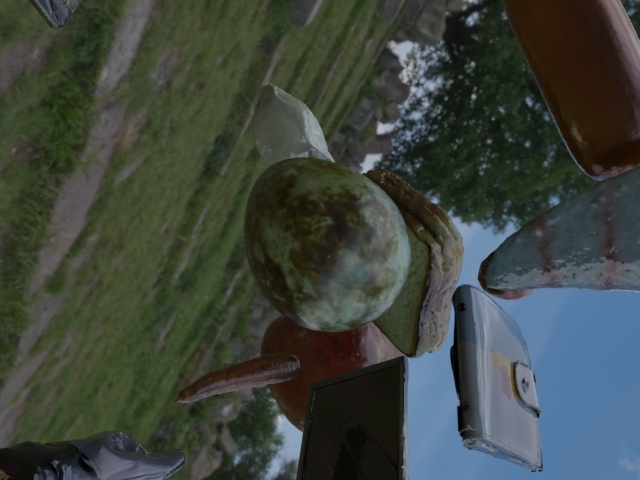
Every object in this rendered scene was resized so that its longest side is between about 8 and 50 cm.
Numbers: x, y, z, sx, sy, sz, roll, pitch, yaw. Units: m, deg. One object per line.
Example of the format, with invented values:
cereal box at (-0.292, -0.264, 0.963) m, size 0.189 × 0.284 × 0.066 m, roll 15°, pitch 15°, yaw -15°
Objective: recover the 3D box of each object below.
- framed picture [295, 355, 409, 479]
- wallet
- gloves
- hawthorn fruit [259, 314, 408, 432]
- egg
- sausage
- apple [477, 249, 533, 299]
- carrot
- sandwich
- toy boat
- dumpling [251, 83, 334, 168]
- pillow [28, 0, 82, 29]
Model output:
framed picture at (0.060, 0.370, 1.126) m, size 0.232 × 0.024 × 0.315 m, roll -22°, pitch -148°, yaw 24°
wallet at (0.239, 0.192, 0.831) m, size 0.069 × 0.170 × 0.231 m, roll -30°, pitch -140°, yaw 38°
gloves at (-0.235, 0.255, 0.619) m, size 0.142 × 0.119 × 0.285 m, roll -31°, pitch 145°, yaw -1°
hawthorn fruit at (0.055, 0.338, 1.531) m, size 0.402 × 0.403 × 0.403 m, roll -61°, pitch -172°, yaw 14°
egg at (0.000, 0.000, 0.899) m, size 0.238 × 0.289 × 0.238 m, roll -35°, pitch 156°, yaw -19°
sausage at (0.274, -0.193, 0.626) m, size 0.105 × 0.274 × 0.105 m, roll -20°, pitch 172°, yaw -3°
apple at (0.554, 0.103, 1.758) m, size 0.147 × 0.156 × 0.158 m, roll 7°, pitch -152°, yaw 46°
carrot at (-0.152, 0.258, 1.126) m, size 0.059 × 0.248 × 0.059 m, roll 170°, pitch -90°, yaw -68°
sandwich at (0.151, 0.045, 1.135) m, size 0.271 × 0.099 × 0.301 m, roll 45°, pitch -38°, yaw 42°
toy boat at (0.298, 0.006, 0.575) m, size 0.096 × 0.282 × 0.206 m, roll -55°, pitch 137°, yaw -47°
dumpling at (-0.072, -0.205, 1.226) m, size 0.162 × 0.250 × 0.132 m, roll -40°, pitch 167°, yaw 33°
pillow at (-0.390, -0.433, 0.824) m, size 0.052 × 0.208 × 0.212 m, roll -9°, pitch -133°, yaw 30°
